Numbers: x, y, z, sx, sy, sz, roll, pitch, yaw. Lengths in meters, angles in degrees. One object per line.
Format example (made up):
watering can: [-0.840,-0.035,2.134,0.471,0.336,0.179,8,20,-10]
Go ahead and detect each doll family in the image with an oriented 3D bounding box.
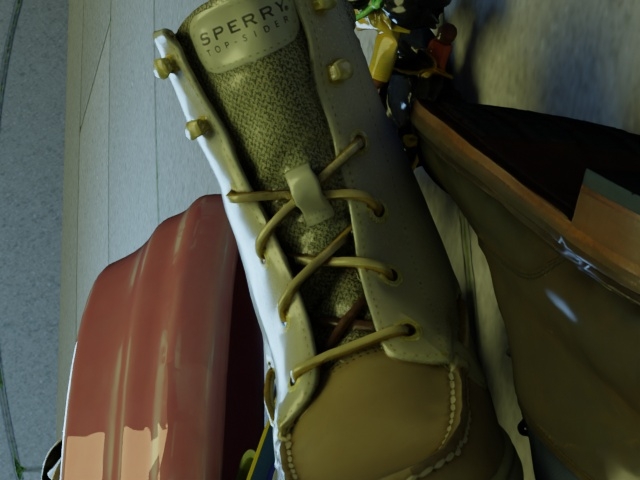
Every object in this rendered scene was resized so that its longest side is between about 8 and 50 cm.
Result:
doll family: [0.030,-0.078,0.652,0.111,0.076,0.193,-132,42,-64]

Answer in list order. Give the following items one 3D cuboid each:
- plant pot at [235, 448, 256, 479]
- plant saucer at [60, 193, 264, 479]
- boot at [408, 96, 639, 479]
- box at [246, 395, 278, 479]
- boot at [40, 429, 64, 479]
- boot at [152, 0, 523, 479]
plant pot: [0.006,0.135,0.669,0.083,0.079,0.083,-177,90,-77]
plant saucer: [-0.081,0.140,0.837,0.332,0.084,0.332,1,-90,-88]
boot: [0.069,0.021,0.447,0.219,0.082,0.106,-135,53,-69]
box: [0.005,0.089,0.602,0.059,0.054,0.169,92,-165,-50]
boot: [-0.182,0.176,1.333,0.112,0.115,0.305,-124,40,-70]
boot: [0.000,0.000,0.478,0.213,0.077,0.165,-85,-24,-76]
